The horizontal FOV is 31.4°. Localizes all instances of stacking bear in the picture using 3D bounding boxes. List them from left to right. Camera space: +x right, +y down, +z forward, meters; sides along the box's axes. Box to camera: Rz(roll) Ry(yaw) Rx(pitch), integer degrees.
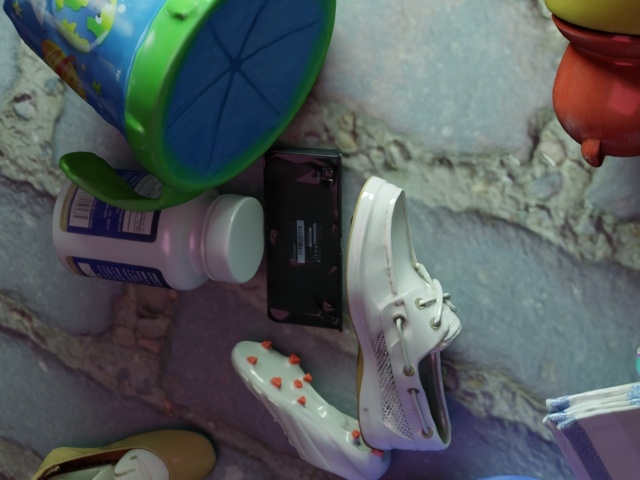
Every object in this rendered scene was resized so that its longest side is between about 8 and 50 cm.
[{"bbox_3d":[0.241,-0.199,0.849,0.164,0.175,0.289,10,119,18],"label":"stacking bear"}]

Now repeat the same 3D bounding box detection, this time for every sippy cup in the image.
[{"bbox_3d":[-0.143,-0.194,0.988,0.224,0.240,0.305,34,79,22],"label":"sippy cup"}]

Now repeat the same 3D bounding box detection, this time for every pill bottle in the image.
[{"bbox_3d":[-0.154,-0.010,1.107,0.187,0.112,0.112,7,110,22],"label":"pill bottle"}]

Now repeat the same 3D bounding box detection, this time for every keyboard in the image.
[{"bbox_3d":[0.000,0.000,1.092,0.108,0.023,0.180,6,111,18],"label":"keyboard"}]

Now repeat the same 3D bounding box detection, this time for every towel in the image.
[{"bbox_3d":[0.353,0.185,0.954,0.285,0.034,0.209,-14,125,26],"label":"towel"}]

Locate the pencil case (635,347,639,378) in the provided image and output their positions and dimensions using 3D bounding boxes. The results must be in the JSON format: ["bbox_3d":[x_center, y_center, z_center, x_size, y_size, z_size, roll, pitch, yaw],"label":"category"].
[{"bbox_3d":[0.321,0.067,0.950,0.070,0.064,0.151,35,118,22],"label":"pencil case"}]

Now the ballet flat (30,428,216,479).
[{"bbox_3d":[-0.223,0.261,1.254,0.232,0.073,0.080,-14,102,27],"label":"ballet flat"}]

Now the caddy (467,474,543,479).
[{"bbox_3d":[0.129,0.369,1.076,0.341,0.179,0.241,-17,100,28],"label":"caddy"}]

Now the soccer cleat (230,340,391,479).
[{"bbox_3d":[-0.018,0.178,1.141,0.196,0.068,0.076,38,121,5],"label":"soccer cleat"}]

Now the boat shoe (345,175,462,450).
[{"bbox_3d":[0.084,0.072,1.044,0.096,0.098,0.277,5,119,22],"label":"boat shoe"}]
